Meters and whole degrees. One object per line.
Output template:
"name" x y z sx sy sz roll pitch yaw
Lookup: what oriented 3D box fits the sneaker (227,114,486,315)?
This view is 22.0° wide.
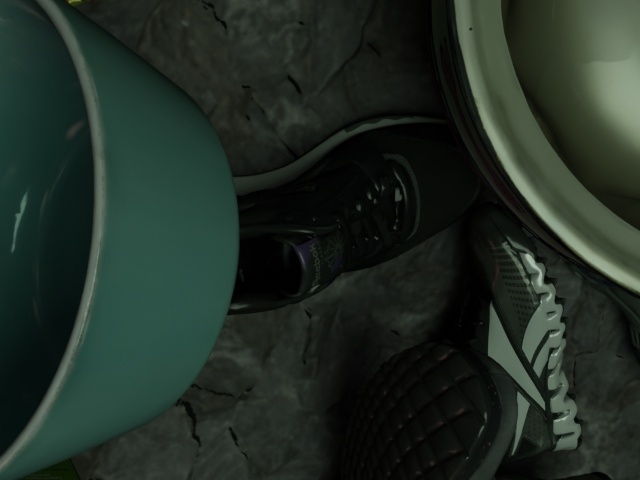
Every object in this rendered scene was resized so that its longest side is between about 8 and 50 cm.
"sneaker" 0.000 0.000 1.115 0.283 0.124 0.107 -17 115 -15

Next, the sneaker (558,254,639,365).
"sneaker" 0.269 0.005 1.252 0.129 0.111 0.297 -48 123 -19

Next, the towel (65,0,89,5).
"towel" -0.087 -0.222 1.057 0.237 0.021 0.102 -19 116 -15

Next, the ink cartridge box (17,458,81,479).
"ink cartridge box" -0.297 0.237 1.101 0.255 0.097 0.188 3 108 -24

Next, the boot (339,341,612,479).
"boot" 0.125 0.184 1.200 0.223 0.118 0.338 0 143 -23

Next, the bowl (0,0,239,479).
"bowl" -0.166 0.001 0.980 0.163 0.311 0.311 8 107 -46

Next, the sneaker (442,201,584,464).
"sneaker" 0.126 0.082 1.214 0.106 0.078 0.234 -23 125 -10

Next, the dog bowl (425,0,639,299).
"dog bowl" 0.249 -0.147 1.084 0.408 0.150 0.408 1 88 -16
